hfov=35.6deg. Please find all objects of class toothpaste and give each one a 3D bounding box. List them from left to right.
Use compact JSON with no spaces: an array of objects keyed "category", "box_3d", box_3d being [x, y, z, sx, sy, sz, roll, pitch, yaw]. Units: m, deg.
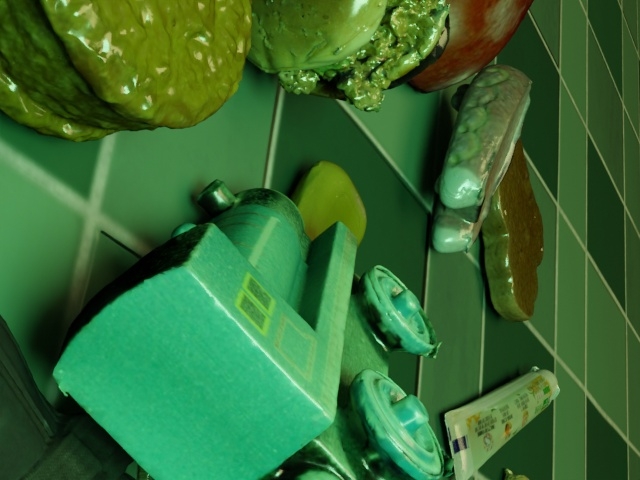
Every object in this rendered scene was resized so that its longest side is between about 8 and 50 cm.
[{"category":"toothpaste","box_3d":[0.215,0.203,1.168,0.314,0.058,0.056,-11,137,-59]}]

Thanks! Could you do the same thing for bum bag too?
[{"category":"bum bag","box_3d":[-0.158,0.099,0.462,0.248,0.060,0.123,65,32,-35]}]

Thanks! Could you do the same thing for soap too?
[{"category":"soap","box_3d":[-0.001,0.000,0.798,0.140,0.045,0.089,-69,145,-44]}]

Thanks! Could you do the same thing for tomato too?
[{"category":"tomato","box_3d":[0.161,-0.321,1.044,0.334,0.176,0.289,-68,144,-45]}]

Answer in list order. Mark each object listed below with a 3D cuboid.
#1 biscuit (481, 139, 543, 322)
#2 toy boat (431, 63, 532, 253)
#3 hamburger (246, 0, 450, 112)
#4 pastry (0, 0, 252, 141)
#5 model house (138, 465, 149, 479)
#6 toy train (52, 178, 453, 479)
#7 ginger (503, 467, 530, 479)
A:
[{"category":"biscuit","box_3d":[0.236,-0.058,1.266,0.183,0.047,0.319,-8,91,-65]},{"category":"toy boat","box_3d":[0.160,-0.100,1.082,0.155,0.085,0.227,87,26,-54]},{"category":"hamburger","box_3d":[0.008,-0.173,0.735,0.131,0.159,0.184,21,46,-64]},{"category":"pastry","box_3d":[-0.119,-0.144,0.541,0.189,0.103,0.188,20,67,-59]},{"category":"model house","box_3d":[-0.078,0.138,0.608,0.057,0.058,0.083,23,64,-59]},{"category":"toy train","box_3d":[-0.026,0.056,0.594,0.194,0.120,0.298,48,15,-11]},{"category":"ginger","box_3d":[0.309,0.401,1.282,0.147,0.081,0.333,-61,138,-25]}]
